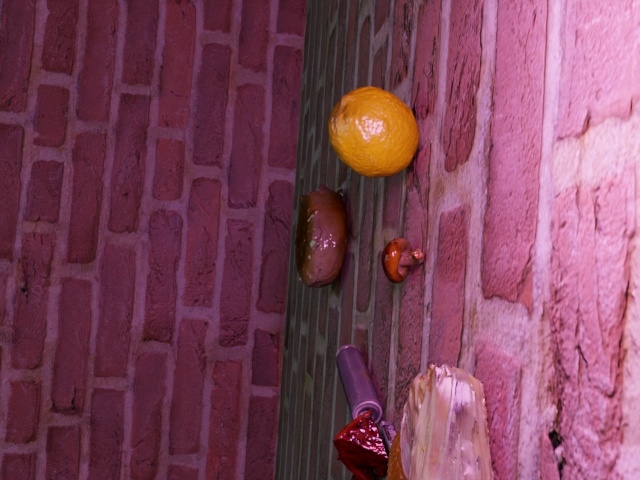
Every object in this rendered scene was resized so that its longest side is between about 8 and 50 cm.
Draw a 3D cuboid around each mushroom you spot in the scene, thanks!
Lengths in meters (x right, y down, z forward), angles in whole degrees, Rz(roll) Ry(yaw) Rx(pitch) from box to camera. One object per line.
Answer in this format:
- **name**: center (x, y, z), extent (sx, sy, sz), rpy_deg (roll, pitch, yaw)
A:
- **mushroom**: center (0.158, 0.032, 1.243), extent (0.088, 0.072, 0.129), rpy_deg (-57, 1, -22)

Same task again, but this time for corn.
- **corn**: center (0.171, 0.325, 0.857), extent (0.123, 0.122, 0.306), rpy_deg (80, -169, -71)

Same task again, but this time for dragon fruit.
- **dragon fruit**: center (0.108, 0.456, 1.379), extent (0.092, 0.122, 0.192), rpy_deg (-60, -32, -44)

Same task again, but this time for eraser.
- **eraser**: center (0.143, 0.402, 1.293), extent (0.099, 0.027, 0.019), rpy_deg (-118, 41, -72)

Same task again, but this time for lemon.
- **lemon**: center (0.108, -0.219, 1.295), extent (0.193, 0.180, 0.181), rpy_deg (66, -164, -51)

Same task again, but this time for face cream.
- **face cream**: center (0.085, 0.334, 1.530), extent (0.283, 0.073, 0.073), rpy_deg (-111, 27, -68)

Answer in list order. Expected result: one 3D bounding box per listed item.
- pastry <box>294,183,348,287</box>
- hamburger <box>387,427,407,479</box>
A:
- **pastry**: center (0.000, 0.000, 2.002), extent (0.329, 0.136, 0.330), rpy_deg (-177, 90, -79)
- **hamburger**: center (0.160, 0.372, 1.039), extent (0.138, 0.082, 0.147), rpy_deg (105, 170, -48)
